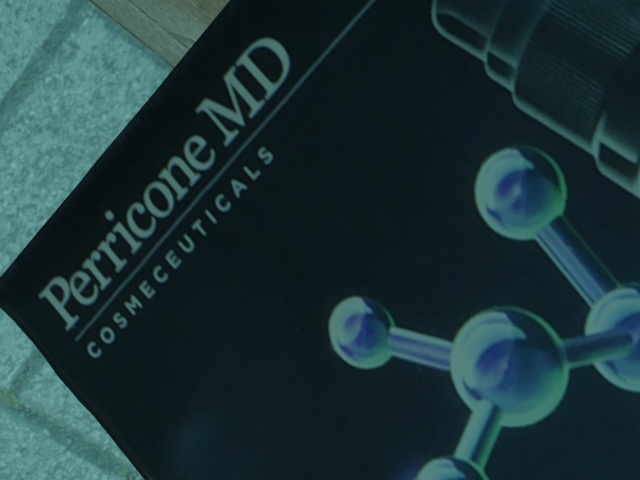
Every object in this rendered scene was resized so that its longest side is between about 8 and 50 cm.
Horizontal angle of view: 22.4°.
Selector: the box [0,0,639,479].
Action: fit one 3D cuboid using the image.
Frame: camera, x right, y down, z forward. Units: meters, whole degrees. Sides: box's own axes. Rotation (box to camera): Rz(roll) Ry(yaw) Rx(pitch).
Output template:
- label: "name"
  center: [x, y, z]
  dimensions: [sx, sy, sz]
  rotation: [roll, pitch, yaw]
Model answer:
- label: "box"
  center: [0.141, 0.048, 0.564]
  dimensions: [0.395, 0.293, 0.212]
  rotation: [48, -156, 12]
